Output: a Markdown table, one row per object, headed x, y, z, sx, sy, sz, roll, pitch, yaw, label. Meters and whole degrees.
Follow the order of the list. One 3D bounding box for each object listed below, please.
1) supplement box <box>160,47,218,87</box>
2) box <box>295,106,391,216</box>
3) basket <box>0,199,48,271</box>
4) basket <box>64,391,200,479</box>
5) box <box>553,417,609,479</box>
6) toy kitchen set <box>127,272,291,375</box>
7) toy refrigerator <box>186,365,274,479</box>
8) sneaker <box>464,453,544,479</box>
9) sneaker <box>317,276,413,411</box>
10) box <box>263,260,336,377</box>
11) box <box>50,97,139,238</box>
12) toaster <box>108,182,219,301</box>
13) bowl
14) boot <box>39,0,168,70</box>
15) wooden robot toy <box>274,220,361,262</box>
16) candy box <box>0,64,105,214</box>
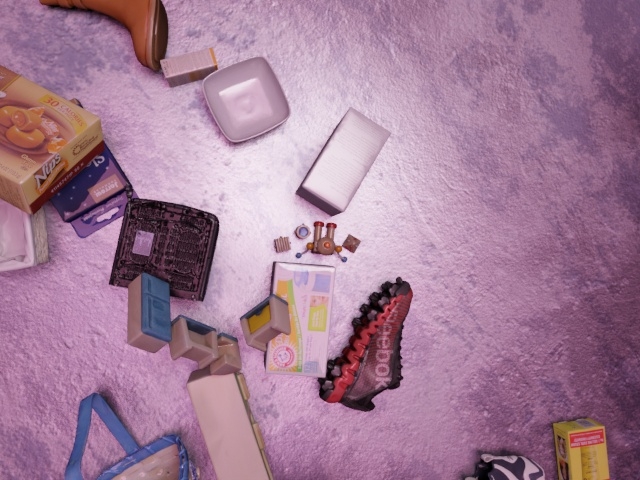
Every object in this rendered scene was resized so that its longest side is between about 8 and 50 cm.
| x | y | z | sx | sy | sz | roll | pitch | yaw | label |
| --- | --- | --- | --- | --- | --- | --- | --- | --- | --- |
| -0.244 | -0.324 | 0.999 | 0.098 | 0.062 | 0.036 | -17 | 92 | -9 | supplement box |
| 0.039 | -0.142 | 1.000 | 0.091 | 0.130 | 0.170 | 31 | 85 | -7 | box |
| -0.550 | -0.029 | 0.930 | 0.113 | 0.103 | 0.167 | -8 | 90 | -8 | basket |
| -0.316 | 0.414 | 0.884 | 0.201 | 0.255 | 0.289 | -34 | 112 | -6 | basket |
| 0.541 | 0.491 | 1.090 | 0.087 | 0.058 | 0.232 | -5 | 89 | -7 | box |
| -0.179 | 0.111 | 0.876 | 0.166 | 0.122 | 0.207 | -37 | 135 | 19 | toy kitchen set |
| -0.155 | 0.363 | 0.976 | 0.094 | 0.102 | 0.269 | -19 | 91 | -8 | toy refrigerator |
| 0.336 | 0.533 | 1.045 | 0.153 | 0.094 | 0.234 | 19 | 86 | -6 | sneaker |
| 0.114 | 0.207 | 1.019 | 0.135 | 0.097 | 0.276 | 31 | 87 | -6 | sneaker |
| -0.042 | 0.144 | 0.995 | 0.114 | 0.103 | 0.203 | 5 | 88 | -8 | box |
| -0.448 | -0.131 | 0.981 | 0.136 | 0.036 | 0.225 | -32 | 94 | -7 | box |
| -0.276 | 0.009 | 0.963 | 0.168 | 0.110 | 0.185 | 11 | 88 | -9 | toaster |
| -0.141 | -0.264 | 1.017 | 0.142 | 0.053 | 0.142 | -26 | 92 | -8 | bowl |
| -0.400 | -0.442 | 0.960 | 0.220 | 0.109 | 0.283 | -7 | 95 | -4 | boot |
| 0.000 | 0.000 | 1.017 | 0.173 | 0.079 | 0.076 | 5 | 88 | -8 | wooden robot toy |
| -0.549 | -0.194 | 0.876 | 0.317 | 0.087 | 0.183 | 27 | 53 | 5 | candy box |
